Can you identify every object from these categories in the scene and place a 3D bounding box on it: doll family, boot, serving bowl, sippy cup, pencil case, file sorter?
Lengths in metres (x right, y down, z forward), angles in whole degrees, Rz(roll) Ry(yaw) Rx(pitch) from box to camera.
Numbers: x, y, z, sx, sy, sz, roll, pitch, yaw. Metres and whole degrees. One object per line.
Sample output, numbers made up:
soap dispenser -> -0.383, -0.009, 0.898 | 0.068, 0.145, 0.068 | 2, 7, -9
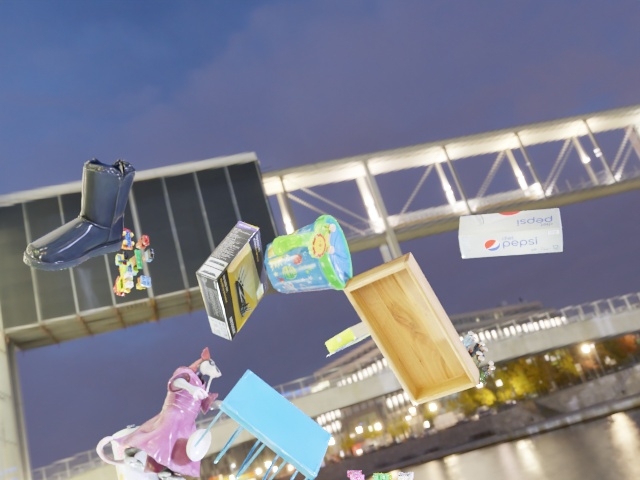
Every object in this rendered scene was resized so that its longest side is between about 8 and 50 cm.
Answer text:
doll family -> 0.505, 0.398, 2.121 | 0.075, 0.193, 0.111 | 17, -54, -17
boot -> -0.494, -0.063, 1.309 | 0.246, 0.094, 0.207 | -23, -47, -57
serving bowl -> -0.322, 0.529, 1.649 | 0.027, 0.083, 0.083 | 14, -5, 28
sippy cup -> -0.045, 0.061, 1.971 | 0.223, 0.240, 0.306 | -16, -58, 17
pencil case -> -0.550, 0.700, 1.915 | 0.124, 0.273, 0.113 | -5, -23, -33
file sorter -> -0.090, 0.309, 0.971 | 0.104, 0.170, 0.118 | -53, -2, 17

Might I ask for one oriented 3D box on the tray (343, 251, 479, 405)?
tray -> 0.257, 0.252, 1.766 | 0.202, 0.411, 0.076 | -25, 13, 24

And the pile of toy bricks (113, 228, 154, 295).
pile of toy bricks -> -0.588, 0.079, 1.950 | 0.105, 0.212, 0.118 | -32, -32, 33

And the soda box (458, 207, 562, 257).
soda box -> 0.554, -0.021, 1.854 | 0.286, 0.098, 0.091 | -4, -52, 20

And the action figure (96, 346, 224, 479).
action figure -> -0.385, 0.470, 1.750 | 0.275, 0.370, 0.248 | -3, -39, 24

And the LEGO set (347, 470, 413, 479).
LEGO set -> 0.206, 0.838, 2.143 | 0.227, 0.087, 0.093 | -1, -3, 3

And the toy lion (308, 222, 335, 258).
toy lion -> 0.000, 0.000, 1.753 | 0.034, 0.100, 0.096 | 3, -2, 37

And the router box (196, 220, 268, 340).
router box -> -0.273, 0.132, 2.025 | 0.080, 0.243, 0.309 | 19, -39, 20

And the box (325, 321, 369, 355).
box -> 0.095, 0.277, 1.844 | 0.109, 0.042, 0.178 | -38, -15, 35
